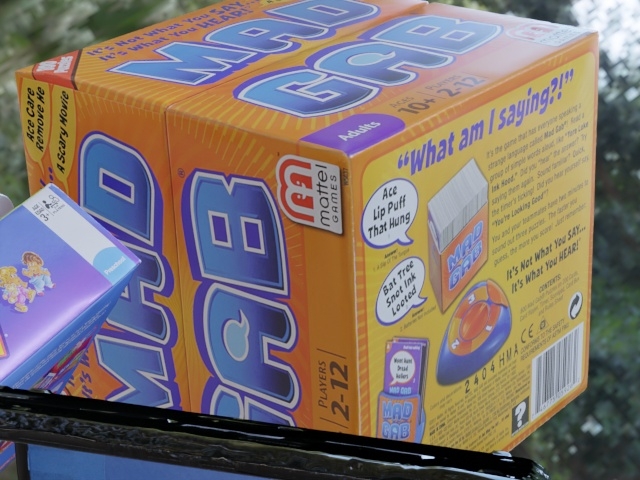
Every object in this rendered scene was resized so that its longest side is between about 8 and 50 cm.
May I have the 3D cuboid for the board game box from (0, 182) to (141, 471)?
[{"bbox_3d":[-0.271,0.138,0.880,0.078,0.347,0.233,41,-47,4],"label":"board game box"}]

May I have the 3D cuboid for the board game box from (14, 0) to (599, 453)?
[{"bbox_3d":[0.000,0.000,1.333,0.356,0.356,0.356,17,-60,36],"label":"board game box"}]

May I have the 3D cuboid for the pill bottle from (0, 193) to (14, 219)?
[{"bbox_3d":[-0.382,-0.021,1.266,0.229,0.131,0.131,17,-35,12],"label":"pill bottle"}]

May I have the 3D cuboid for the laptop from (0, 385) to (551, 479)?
[{"bbox_3d":[-0.034,0.138,0.592,0.234,0.136,0.264,6,-4,8],"label":"laptop"}]
